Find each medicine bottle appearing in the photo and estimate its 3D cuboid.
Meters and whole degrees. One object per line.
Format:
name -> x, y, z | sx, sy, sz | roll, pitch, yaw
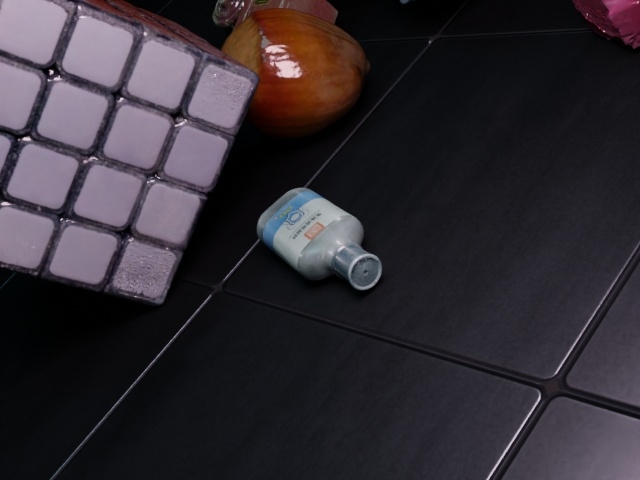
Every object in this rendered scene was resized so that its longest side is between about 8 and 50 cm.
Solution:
medicine bottle -> 0.000, 0.000, 1.055 | 0.090, 0.054, 0.208 | -41, 33, -9

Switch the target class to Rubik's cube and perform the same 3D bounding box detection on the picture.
Rubik's cube -> -0.336, -0.157, 1.203 | 0.344, 0.343, 0.337 | 41, 110, 57

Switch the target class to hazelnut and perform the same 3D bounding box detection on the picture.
hazelnut -> -0.042, -0.241, 1.292 | 0.210, 0.186, 0.210 | -41, 17, 15

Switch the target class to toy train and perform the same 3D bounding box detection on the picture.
toy train -> -0.051, -0.434, 1.530 | 0.221, 0.150, 0.305 | 7, 74, 50

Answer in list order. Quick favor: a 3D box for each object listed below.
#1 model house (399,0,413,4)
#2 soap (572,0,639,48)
model house -> 0.230, -0.560, 1.323 | 0.339, 0.297, 0.360 | -19, 65, -24
soap -> 0.370, -0.359, 1.090 | 0.182, 0.112, 0.289 | -17, 47, 28
